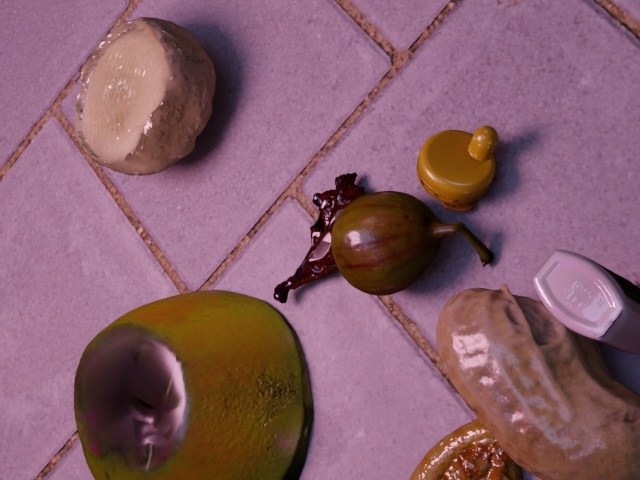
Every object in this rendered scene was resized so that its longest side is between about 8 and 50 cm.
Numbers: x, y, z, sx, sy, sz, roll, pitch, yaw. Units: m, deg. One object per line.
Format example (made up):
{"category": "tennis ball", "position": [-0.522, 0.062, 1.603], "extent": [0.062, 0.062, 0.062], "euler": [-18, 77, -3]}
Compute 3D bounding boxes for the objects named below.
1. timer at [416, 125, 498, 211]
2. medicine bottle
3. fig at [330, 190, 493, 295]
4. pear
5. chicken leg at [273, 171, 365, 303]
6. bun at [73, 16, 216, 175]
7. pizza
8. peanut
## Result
{"category": "timer", "position": [0.185, -0.105, 1.521], "extent": [0.107, 0.109, 0.107], "euler": [3, 57, -5]}
{"category": "medicine bottle", "position": [0.335, 0.078, 1.322], "extent": [0.115, 0.219, 0.078], "euler": [43, 102, 32]}
{"category": "fig", "position": [0.105, 0.001, 1.528], "extent": [0.186, 0.142, 0.148], "euler": [-17, 98, 41]}
{"category": "pear", "position": [-0.221, 0.245, 1.665], "extent": [0.399, 0.165, 0.398], "euler": [-7, 76, 31]}
{"category": "chicken leg", "position": [0.006, 0.001, 1.647], "extent": [0.089, 0.048, 0.219], "euler": [24, 93, 36]}
{"category": "bun", "position": [-0.269, -0.225, 1.806], "extent": [0.259, 0.152, 0.259], "euler": [-14, 70, 42]}
{"category": "pizza", "position": [0.189, 0.356, 1.450], "extent": [0.197, 0.058, 0.292], "euler": [42, 102, 31]}
{"category": "peanut", "position": [0.274, 0.189, 1.378], "extent": [0.174, 0.158, 0.340], "euler": [-24, 63, -22]}
